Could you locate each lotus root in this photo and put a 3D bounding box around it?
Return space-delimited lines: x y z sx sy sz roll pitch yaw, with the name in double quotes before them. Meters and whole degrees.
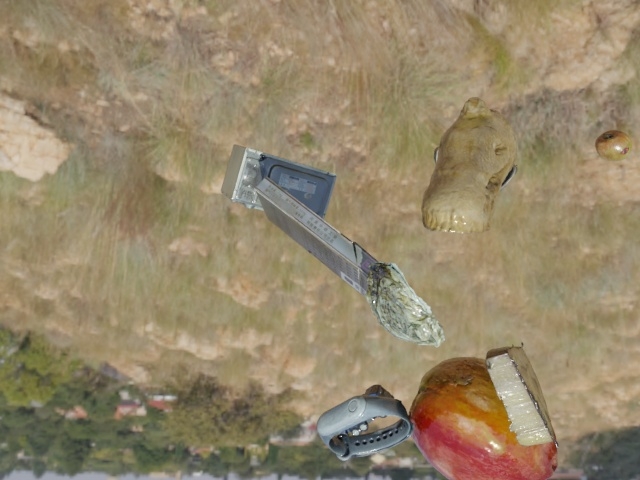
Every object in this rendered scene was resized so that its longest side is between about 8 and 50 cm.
"lotus root" 0.403 0.296 1.333 0.074 0.261 0.170 -20 -163 23

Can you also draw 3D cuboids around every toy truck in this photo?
"toy truck" 0.119 0.494 1.893 0.201 0.088 0.074 -43 -176 27

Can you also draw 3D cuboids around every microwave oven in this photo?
"microwave oven" -0.107 -0.138 1.640 0.240 0.145 0.194 15 -171 -21

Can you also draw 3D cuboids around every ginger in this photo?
"ginger" 0.256 -0.120 1.112 0.126 0.354 0.190 6 134 23

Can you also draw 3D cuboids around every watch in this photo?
"watch" 0.101 0.432 1.508 0.206 0.068 0.193 -38 128 24

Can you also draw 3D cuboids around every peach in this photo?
"peach" 0.395 0.455 1.593 0.372 0.290 0.373 18 138 17

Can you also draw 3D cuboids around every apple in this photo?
"apple" 0.733 -0.235 1.637 0.084 0.084 0.071 -12 124 33

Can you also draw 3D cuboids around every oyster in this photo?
"oyster" 0.146 0.115 1.181 0.064 0.177 0.125 -28 -176 -30

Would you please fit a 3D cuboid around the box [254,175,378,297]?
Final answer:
"box" 0.000 0.001 1.428 0.324 0.047 0.180 38 167 16

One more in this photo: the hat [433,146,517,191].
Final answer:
"hat" 0.435 -0.192 1.873 0.231 0.275 0.161 12 134 12
